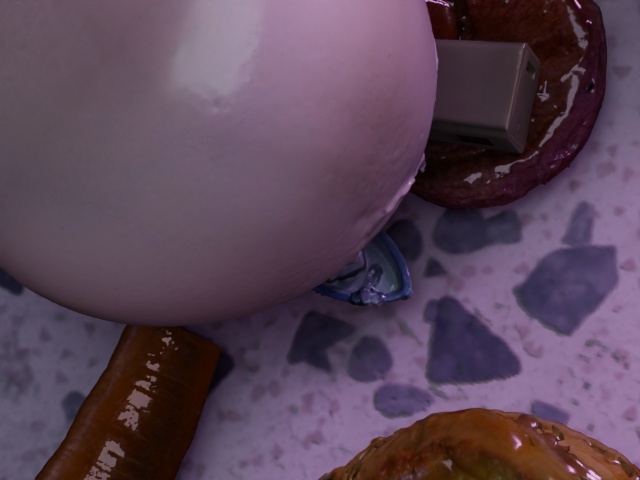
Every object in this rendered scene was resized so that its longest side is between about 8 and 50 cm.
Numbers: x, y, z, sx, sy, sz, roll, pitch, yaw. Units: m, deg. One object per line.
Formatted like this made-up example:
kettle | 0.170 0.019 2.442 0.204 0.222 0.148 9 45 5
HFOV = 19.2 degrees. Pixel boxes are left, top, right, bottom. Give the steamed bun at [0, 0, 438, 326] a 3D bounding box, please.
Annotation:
steamed bun | -0.097 -0.107 1.119 0.324 0.206 0.324 -9 73 31

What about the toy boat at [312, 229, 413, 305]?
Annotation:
toy boat | 0.000 0.000 1.191 0.140 0.066 0.059 31 81 19

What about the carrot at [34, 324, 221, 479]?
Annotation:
carrot | -0.125 0.140 1.177 0.087 0.087 0.193 28 77 20

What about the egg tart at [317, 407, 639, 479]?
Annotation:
egg tart | 0.093 0.241 1.078 0.297 0.132 0.297 -8 74 28

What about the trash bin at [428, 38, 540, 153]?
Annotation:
trash bin | 0.082 -0.091 1.158 0.092 0.043 0.061 8 79 24

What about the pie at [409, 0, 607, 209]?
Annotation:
pie | 0.097 -0.108 1.206 0.182 0.049 0.182 -6 73 18
